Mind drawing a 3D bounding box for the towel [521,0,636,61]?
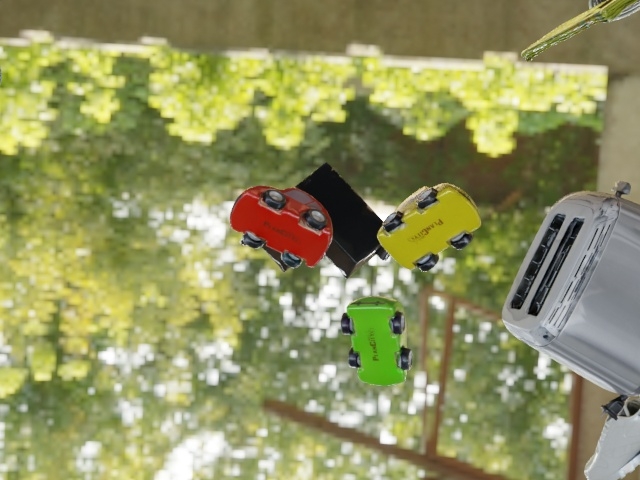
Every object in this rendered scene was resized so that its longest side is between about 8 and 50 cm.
[{"bbox_3d":[0.375,-0.308,2.012,0.102,0.021,0.237,-34,-175,-21],"label":"towel"}]

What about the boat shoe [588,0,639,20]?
[{"bbox_3d":[0.498,-0.416,2.144,0.227,0.081,0.069,-40,177,-6],"label":"boat shoe"}]

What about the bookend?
[{"bbox_3d":[0.000,0.000,2.017,0.156,0.157,0.072,-40,170,-26],"label":"bookend"}]

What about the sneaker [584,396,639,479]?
[{"bbox_3d":[0.499,0.317,2.347,0.094,0.235,0.090,36,-140,-3],"label":"sneaker"}]

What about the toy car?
[{"bbox_3d":[0.046,0.037,1.368,0.239,0.225,0.053,0,-148,17],"label":"toy car"}]

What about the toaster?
[{"bbox_3d":[0.288,0.056,1.470,0.146,0.227,0.129,27,179,-18],"label":"toaster"}]
